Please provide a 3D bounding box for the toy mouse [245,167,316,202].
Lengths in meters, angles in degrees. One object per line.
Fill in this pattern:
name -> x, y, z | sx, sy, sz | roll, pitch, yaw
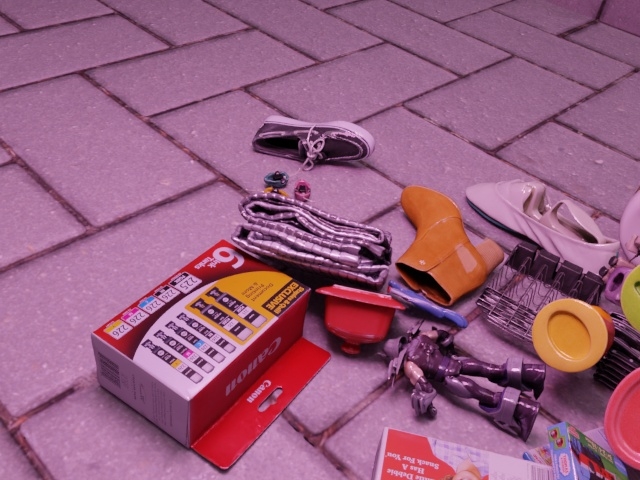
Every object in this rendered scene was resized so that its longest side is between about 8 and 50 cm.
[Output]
toy mouse -> -0.076, -0.124, 1.521 | 0.161, 0.031, 0.143 | 17, 40, 10

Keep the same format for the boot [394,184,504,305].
boot -> 0.223, 0.002, 1.366 | 0.211, 0.104, 0.295 | -26, 54, -34

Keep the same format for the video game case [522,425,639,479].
video game case -> 0.423, 0.367, 1.028 | 0.166, 0.015, 0.119 | -9, 43, -20

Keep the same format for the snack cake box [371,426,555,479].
snack cake box -> 0.201, 0.379, 0.917 | 0.264, 0.089, 0.152 | 13, 41, 6

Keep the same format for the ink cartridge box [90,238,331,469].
ink cartridge box -> -0.161, 0.172, 1.072 | 0.272, 0.130, 0.309 | 27, 42, 21

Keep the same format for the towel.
towel -> 0.000, 0.000, 1.215 | 0.284, 0.235, 0.121 | 15, 84, 9

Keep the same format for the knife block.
knife block -> 0.634, 0.238, 1.163 | 0.276, 0.088, 0.242 | 6, 40, -2

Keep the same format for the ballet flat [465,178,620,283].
ballet flat -> 0.505, -0.057, 1.463 | 0.139, 0.139, 0.400 | -21, 47, -31

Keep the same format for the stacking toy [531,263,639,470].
stacking toy -> 0.537, 0.190, 1.037 | 0.130, 0.279, 0.309 | 13, 42, -53

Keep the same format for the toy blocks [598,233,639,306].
toy blocks -> 0.720, 0.108, 1.142 | 0.309, 0.288, 0.260 | 28, 35, -2

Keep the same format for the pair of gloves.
pair of gloves -> 0.195, 0.116, 1.199 | 0.159, 0.023, 0.198 | 25, 1, 8

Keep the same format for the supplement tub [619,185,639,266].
supplement tub -> 0.803, -0.056, 1.405 | 0.241, 0.241, 0.331 | 29, 31, 23

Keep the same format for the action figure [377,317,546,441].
action figure -> 0.229, 0.230, 1.103 | 0.285, 0.099, 0.185 | 18, 47, 17

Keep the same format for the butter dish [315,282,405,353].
butter dish -> 0.064, 0.145, 1.164 | 0.160, 0.118, 0.160 | 11, -2, 4

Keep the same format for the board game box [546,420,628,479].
board game box -> 0.389, 0.384, 0.903 | 0.160, 0.039, 0.211 | 36, 40, -25

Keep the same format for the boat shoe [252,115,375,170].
boat shoe -> -0.022, -0.239, 1.609 | 0.306, 0.113, 0.105 | 15, 46, 12

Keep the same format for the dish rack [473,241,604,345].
dish rack -> 0.433, 0.117, 1.292 | 0.208, 0.074, 0.271 | 27, 45, 24
